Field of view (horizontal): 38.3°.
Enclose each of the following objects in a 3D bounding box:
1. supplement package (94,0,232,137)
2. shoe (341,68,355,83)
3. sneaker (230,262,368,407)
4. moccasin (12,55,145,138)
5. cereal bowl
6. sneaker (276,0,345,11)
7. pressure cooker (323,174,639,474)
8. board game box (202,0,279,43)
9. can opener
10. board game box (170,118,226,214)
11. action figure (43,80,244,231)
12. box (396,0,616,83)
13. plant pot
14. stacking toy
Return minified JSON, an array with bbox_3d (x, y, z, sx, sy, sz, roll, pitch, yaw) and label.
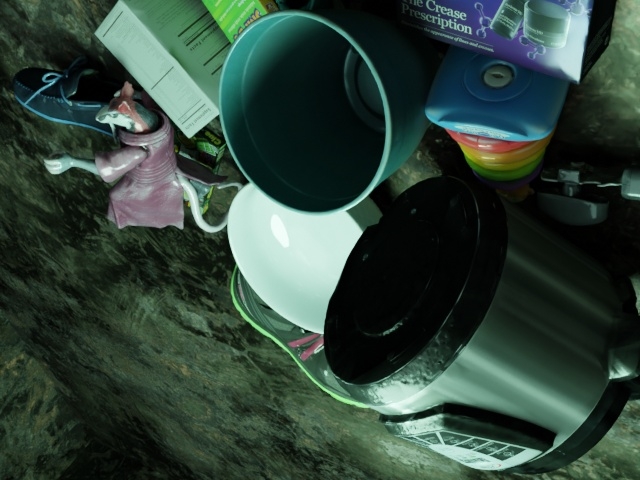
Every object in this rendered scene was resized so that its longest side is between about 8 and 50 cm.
[{"bbox_3d":[-0.241,-0.324,1.588,0.244,0.134,0.139,49,147,-12],"label":"supplement package"},{"bbox_3d":[0.014,-0.235,1.501,0.219,0.058,0.076,-9,123,51],"label":"shoe"},{"bbox_3d":[0.011,0.174,1.890,0.483,0.185,0.202,31,151,13],"label":"sneaker"},{"bbox_3d":[-0.473,-0.308,1.884,0.342,0.138,0.117,16,138,12],"label":"moccasin"},{"bbox_3d":[0.000,0.000,1.701,0.339,0.141,0.339,20,132,24],"label":"cereal bowl"},{"bbox_3d":[-0.028,-0.345,1.363,0.107,0.110,0.275,29,147,18],"label":"sneaker"},{"bbox_3d":[0.266,0.143,1.376,0.420,0.370,0.375,30,109,-26],"label":"pressure cooker"},{"bbox_3d":[-0.146,-0.404,1.486,0.124,0.039,0.259,-7,122,51],"label":"board game box"},{"bbox_3d":[0.431,-0.058,1.233,0.283,0.076,0.095,11,114,31],"label":"can opener"},{"bbox_3d":[-0.276,-0.163,1.923,0.136,0.030,0.260,38,148,8],"label":"board game box"},{"bbox_3d":[-0.314,-0.140,1.695,0.275,0.248,0.370,26,156,11],"label":"action figure"},{"bbox_3d":[0.226,-0.326,1.133,0.261,0.103,0.184,24,142,25],"label":"box"},{"bbox_3d":[0.043,-0.201,1.290,0.271,0.255,0.272,15,117,31],"label":"plant pot"},{"bbox_3d":[0.261,-0.138,1.308,0.175,0.166,0.302,14,155,22],"label":"stacking toy"}]
